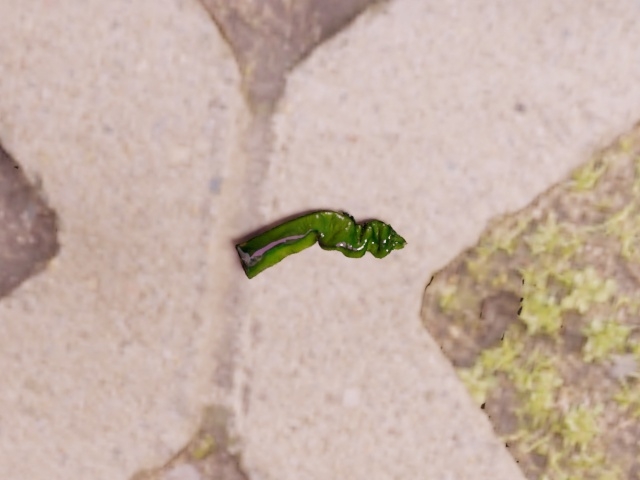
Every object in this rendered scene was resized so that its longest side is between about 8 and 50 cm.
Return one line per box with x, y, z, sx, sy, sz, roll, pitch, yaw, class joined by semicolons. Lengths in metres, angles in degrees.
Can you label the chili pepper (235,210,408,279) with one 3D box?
0.000;0.000;0.682;0.083;0.022;0.027;-8;76;5;chili pepper
